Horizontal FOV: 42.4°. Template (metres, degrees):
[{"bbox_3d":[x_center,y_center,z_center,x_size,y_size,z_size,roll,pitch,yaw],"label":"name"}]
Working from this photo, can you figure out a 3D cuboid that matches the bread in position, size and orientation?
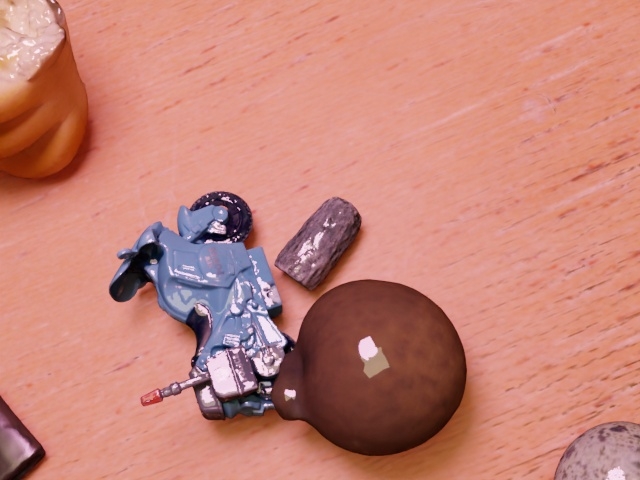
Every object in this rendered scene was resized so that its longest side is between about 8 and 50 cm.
[{"bbox_3d":[-0.435,-0.211,0.986,0.315,0.270,0.211,44,67,12],"label":"bread"}]

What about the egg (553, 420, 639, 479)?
[{"bbox_3d":[0.289,0.260,0.789,0.132,0.132,0.172,4,82,9],"label":"egg"}]

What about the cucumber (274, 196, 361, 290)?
[{"bbox_3d":[-0.001,0.002,0.958,0.064,0.064,0.112,34,78,17],"label":"cucumber"}]

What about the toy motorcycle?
[{"bbox_3d":[-0.133,0.077,0.921,0.182,0.124,0.272,-18,68,-10],"label":"toy motorcycle"}]

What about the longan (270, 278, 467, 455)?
[{"bbox_3d":[0.047,0.132,0.852,0.204,0.159,0.185,-22,60,-2],"label":"longan"}]

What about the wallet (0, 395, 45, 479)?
[{"bbox_3d":[-0.470,0.193,0.966,0.165,0.042,0.309,-43,71,-10],"label":"wallet"}]
